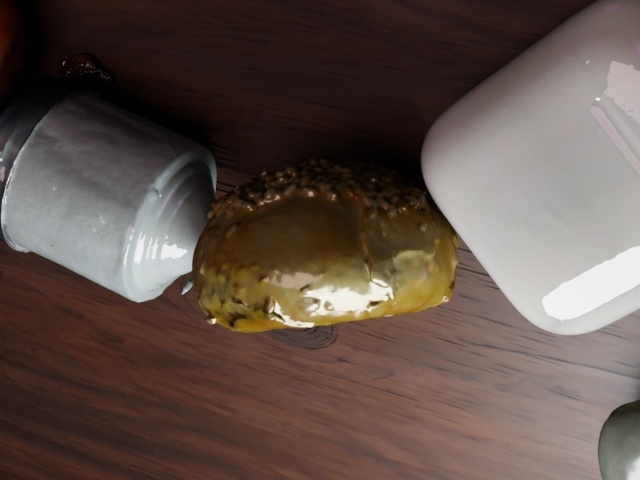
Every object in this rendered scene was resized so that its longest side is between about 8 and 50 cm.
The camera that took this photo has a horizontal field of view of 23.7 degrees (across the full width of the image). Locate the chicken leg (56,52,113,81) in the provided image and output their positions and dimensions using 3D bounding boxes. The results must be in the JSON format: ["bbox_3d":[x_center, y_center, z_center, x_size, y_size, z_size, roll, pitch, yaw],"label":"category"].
[{"bbox_3d":[-0.300,-0.218,1.931,0.083,0.021,0.036,2,107,28],"label":"chicken leg"}]

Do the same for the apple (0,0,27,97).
[{"bbox_3d":[-0.492,-0.239,1.918,0.260,0.216,0.260,15,123,25],"label":"apple"}]

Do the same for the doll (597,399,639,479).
[{"bbox_3d":[0.497,0.336,1.626,0.378,0.252,0.382,29,133,60],"label":"doll"}]

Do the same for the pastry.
[{"bbox_3d":[0.000,0.000,1.697,0.315,0.284,0.184,-8,90,53],"label":"pastry"}]

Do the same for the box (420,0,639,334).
[{"bbox_3d":[0.283,-0.070,1.546,0.349,0.141,0.289,-35,93,42],"label":"box"}]

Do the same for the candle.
[{"bbox_3d":[-0.255,-0.053,1.868,0.342,0.221,0.221,25,127,16],"label":"candle"}]
